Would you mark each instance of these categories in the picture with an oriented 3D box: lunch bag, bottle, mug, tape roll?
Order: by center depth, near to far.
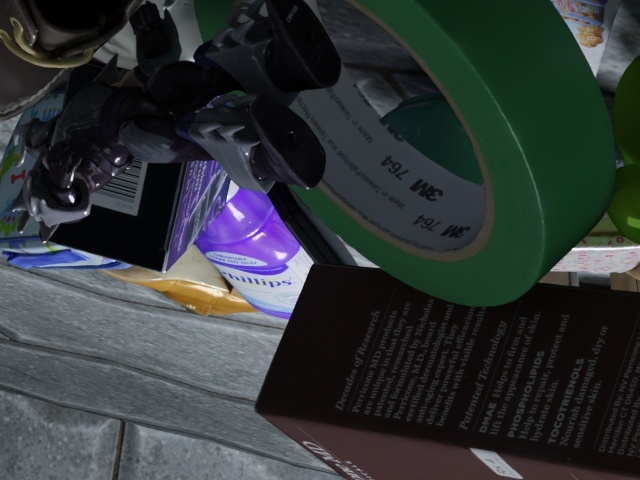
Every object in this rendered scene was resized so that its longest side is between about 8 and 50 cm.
[{"bbox_3d":[0.050,-0.102,1.302,0.321,0.077,0.321,37,154,22],"label":"tape roll"},{"bbox_3d":[0.094,-0.064,1.578,0.158,0.097,0.129,-12,169,43],"label":"mug"},{"bbox_3d":[-0.231,-0.056,1.855,0.090,0.176,0.219,29,160,-34],"label":"lunch bag"},{"bbox_3d":[-0.065,-0.010,1.925,0.118,0.092,0.283,7,159,23],"label":"bottle"}]

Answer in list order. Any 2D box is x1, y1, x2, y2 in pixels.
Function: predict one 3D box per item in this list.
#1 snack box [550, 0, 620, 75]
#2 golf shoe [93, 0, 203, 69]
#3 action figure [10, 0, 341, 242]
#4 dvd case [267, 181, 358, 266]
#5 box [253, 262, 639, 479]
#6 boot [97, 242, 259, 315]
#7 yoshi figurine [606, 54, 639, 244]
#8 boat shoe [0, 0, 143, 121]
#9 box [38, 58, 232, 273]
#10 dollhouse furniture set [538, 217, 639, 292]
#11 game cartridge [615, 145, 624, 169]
[{"bbox_3d":[0.173,-0.160,1.347,0.064,0.022,0.178,17,165,6],"label":"snack box"},{"bbox_3d":[-0.159,-0.210,1.377,0.306,0.115,0.140,25,159,-29],"label":"golf shoe"},{"bbox_3d":[-0.115,-0.087,1.309,0.285,0.185,0.099,-8,143,42],"label":"action figure"},{"bbox_3d":[0.000,0.000,1.740,0.180,0.022,0.253,53,-177,-22],"label":"dvd case"},{"bbox_3d":[0.161,0.126,1.402,0.381,0.143,0.191,6,155,43],"label":"box"},{"bbox_3d":[-0.185,0.026,2.225,0.295,0.104,0.211,15,165,-6],"label":"boot"},{"bbox_3d":[0.327,-0.045,1.398,0.362,0.203,0.203,16,-156,-48],"label":"yoshi figurine"},{"bbox_3d":[-0.170,-0.175,1.275,0.117,0.096,0.324,17,138,-28],"label":"boat shoe"},{"bbox_3d":[-0.135,-0.081,1.559,0.108,0.153,0.207,15,-162,7],"label":"box"},{"bbox_3d":[0.235,0.066,1.593,0.303,0.173,0.355,-2,171,-15],"label":"dollhouse furniture set"},{"bbox_3d":[0.274,-0.059,1.600,0.083,0.017,0.056,12,167,19],"label":"game cartridge"}]
